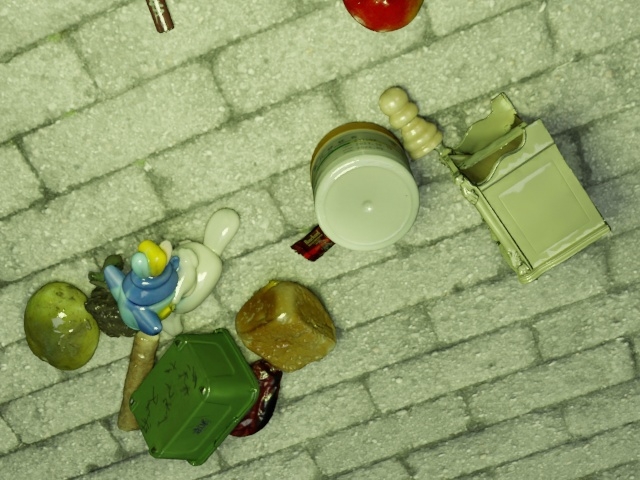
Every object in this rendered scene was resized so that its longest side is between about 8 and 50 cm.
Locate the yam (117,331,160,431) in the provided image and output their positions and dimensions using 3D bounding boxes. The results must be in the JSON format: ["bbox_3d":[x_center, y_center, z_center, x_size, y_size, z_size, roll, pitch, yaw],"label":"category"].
[{"bbox_3d":[-0.498,0.380,1.997,0.081,0.081,0.356,13,119,-9],"label":"yam"}]

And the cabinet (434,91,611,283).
[{"bbox_3d":[0.439,-0.126,1.658,0.228,0.290,0.318,-35,111,13],"label":"cabinet"}]

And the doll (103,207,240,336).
[{"bbox_3d":[-0.374,0.098,1.731,0.187,0.366,0.375,19,104,22],"label":"doll"}]

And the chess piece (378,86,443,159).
[{"bbox_3d":[0.202,-0.281,1.686,0.094,0.094,0.170,-35,106,15],"label":"chess piece"}]

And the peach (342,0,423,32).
[{"bbox_3d":[0.130,-0.519,1.488,0.198,0.197,0.197,-1,118,-2],"label":"peach"}]

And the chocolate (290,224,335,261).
[{"bbox_3d":[0.000,0.000,1.815,0.086,0.028,0.182,34,141,-19],"label":"chocolate"}]

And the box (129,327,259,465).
[{"bbox_3d":[-0.341,0.405,1.901,0.178,0.252,0.328,19,116,-48],"label":"box"}]

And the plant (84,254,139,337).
[{"bbox_3d":[-0.520,0.144,1.845,0.131,0.142,0.203,-7,127,12],"label":"plant"}]

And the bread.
[{"bbox_3d":[-0.085,0.216,1.880,0.196,0.176,0.246,-29,131,23],"label":"bread"}]

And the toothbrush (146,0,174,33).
[{"bbox_3d":[-0.383,-0.608,1.504,0.041,0.041,0.363,-15,117,5],"label":"toothbrush"}]

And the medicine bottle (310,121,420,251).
[{"bbox_3d":[0.097,-0.127,1.671,0.238,0.232,0.237,-1,117,-2],"label":"medicine bottle"}]

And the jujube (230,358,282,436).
[{"bbox_3d":[-0.192,0.428,1.996,0.168,0.168,0.236,29,110,-17],"label":"jujube"}]

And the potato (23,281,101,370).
[{"bbox_3d":[-0.665,0.227,1.868,0.197,0.148,0.228,17,121,-16],"label":"potato"}]
